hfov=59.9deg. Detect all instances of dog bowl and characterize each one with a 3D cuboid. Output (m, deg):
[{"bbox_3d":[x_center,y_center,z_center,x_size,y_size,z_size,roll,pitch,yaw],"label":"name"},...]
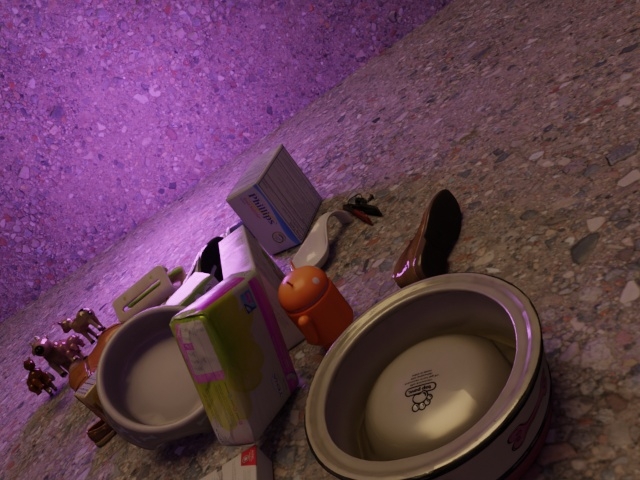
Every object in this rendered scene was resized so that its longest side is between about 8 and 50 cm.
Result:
[{"bbox_3d":[0.180,0.243,0.894,0.407,0.150,0.408,-29,25,15],"label":"dog bowl"},{"bbox_3d":[-0.365,0.312,1.324,0.348,0.102,0.349,-1,58,1],"label":"dog bowl"}]

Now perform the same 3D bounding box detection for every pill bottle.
[{"bbox_3d":[-0.305,-0.033,2.155,0.169,0.094,0.094,-31,24,15],"label":"pill bottle"}]

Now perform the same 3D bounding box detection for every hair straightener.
[{"bbox_3d":[0.137,-0.106,1.753,0.089,0.047,0.230,-40,19,-8],"label":"hair straightener"}]

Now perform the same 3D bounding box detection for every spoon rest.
[{"bbox_3d":[0.000,0.000,1.683,0.137,0.084,0.276,-11,33,45],"label":"spoon rest"}]

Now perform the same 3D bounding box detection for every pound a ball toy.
[{"bbox_3d":[-0.586,0.203,2.092,0.319,0.136,0.208,-36,-17,17],"label":"pound a ball toy"}]

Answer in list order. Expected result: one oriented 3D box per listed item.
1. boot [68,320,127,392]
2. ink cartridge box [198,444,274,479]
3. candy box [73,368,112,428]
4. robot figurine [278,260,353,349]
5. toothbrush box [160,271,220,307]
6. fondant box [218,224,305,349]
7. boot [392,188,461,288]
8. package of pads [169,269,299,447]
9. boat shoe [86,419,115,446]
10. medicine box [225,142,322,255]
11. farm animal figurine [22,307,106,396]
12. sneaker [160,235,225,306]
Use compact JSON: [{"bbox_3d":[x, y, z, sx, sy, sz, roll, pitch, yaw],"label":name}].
[{"bbox_3d":[-0.747,0.414,1.931,0.283,0.109,0.220,-36,27,-20],"label":"boot"},{"bbox_3d":[-0.164,0.477,1.045,0.150,0.063,0.109,-34,23,6],"label":"ink cartridge box"},{"bbox_3d":[-0.506,0.370,1.570,0.087,0.183,0.316,-11,34,47],"label":"candy box"},{"bbox_3d":[-0.010,0.148,1.246,0.158,0.219,0.128,-47,25,-24],"label":"robot figurine"},{"bbox_3d":[-0.360,0.258,1.547,0.283,0.206,0.122,-49,26,-25],"label":"toothbrush box"},{"bbox_3d":[-0.156,0.119,1.481,0.096,0.238,0.330,-37,23,3],"label":"fondant box"},{"bbox_3d":[0.252,-0.008,1.330,0.115,0.112,0.305,-27,25,47],"label":"boot"},{"bbox_3d":[-0.166,0.239,1.140,0.101,0.297,0.229,-14,13,27],"label":"package of pads"},{"bbox_3d":[-0.587,0.504,1.588,0.178,0.060,0.064,-45,25,-19],"label":"boat shoe"},{"bbox_3d":[-0.154,-0.145,1.940,0.149,0.264,0.289,-22,27,31],"label":"medicine box"},{"bbox_3d":[-0.962,0.396,2.046,0.330,0.172,0.327,-48,-3,-26],"label":"farm animal figurine"},{"bbox_3d":[-0.458,0.168,1.899,0.257,0.169,0.448,-22,29,26],"label":"sneaker"}]
